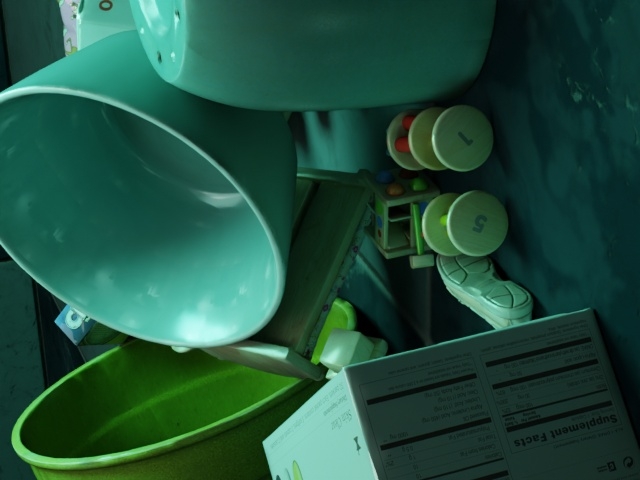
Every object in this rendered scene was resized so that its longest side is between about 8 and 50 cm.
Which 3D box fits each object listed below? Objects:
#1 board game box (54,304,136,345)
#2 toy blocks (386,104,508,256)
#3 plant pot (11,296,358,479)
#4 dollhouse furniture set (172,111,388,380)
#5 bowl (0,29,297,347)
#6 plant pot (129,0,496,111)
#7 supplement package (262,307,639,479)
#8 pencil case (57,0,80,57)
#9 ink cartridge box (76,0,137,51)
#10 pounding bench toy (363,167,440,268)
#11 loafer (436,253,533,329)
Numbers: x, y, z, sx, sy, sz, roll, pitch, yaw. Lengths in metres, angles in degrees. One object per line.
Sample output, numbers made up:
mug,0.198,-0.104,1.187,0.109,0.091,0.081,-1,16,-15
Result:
board game box,-0.171,0.042,1.897,0.042,0.243,0.165,44,106,20
toy blocks,0.095,-0.049,1.408,0.148,0.054,0.123,-173,73,-71
plant pot,-0.083,0.291,1.759,0.366,0.366,0.353,24,135,68
dollhouse furniture set,0.000,0.000,1.671,0.355,0.174,0.303,10,70,41
bowl,-0.144,-0.065,1.526,0.311,0.311,0.163,101,-165,-50
plant pot,-0.028,-0.236,1.366,0.293,0.235,0.293,168,90,-71
supplement package,0.094,0.174,1.314,0.262,0.204,0.145,128,127,-66
pencil case,-0.260,-0.230,2.197,0.160,0.167,0.386,12,119,29
ink cartridge box,-0.118,-0.218,1.621,0.087,0.208,0.153,100,178,-51
pounding bench toy,0.077,-0.021,1.481,0.083,0.052,0.065,-128,32,-53
loafer,0.132,0.045,1.381,0.125,0.045,0.039,42,147,56
